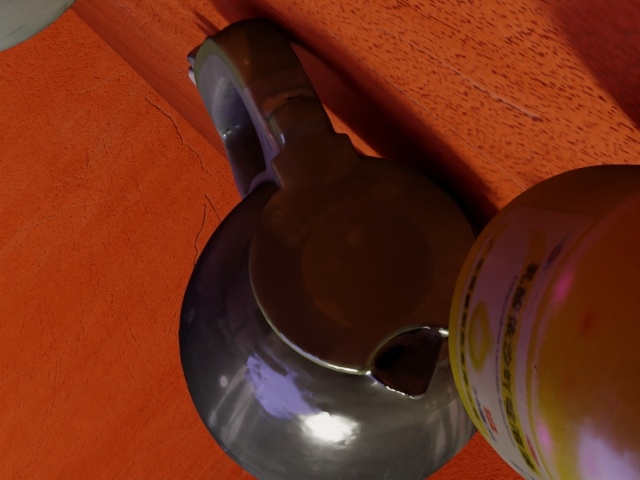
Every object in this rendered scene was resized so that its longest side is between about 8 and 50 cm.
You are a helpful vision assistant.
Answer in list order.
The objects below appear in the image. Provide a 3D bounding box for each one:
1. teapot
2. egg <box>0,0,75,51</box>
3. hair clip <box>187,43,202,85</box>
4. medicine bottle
[{"bbox_3d":[0.023,0.005,0.938,0.239,0.322,0.239,3,160,-4],"label":"teapot"},{"bbox_3d":[-0.185,-0.182,0.552,0.183,0.183,0.264,40,171,31],"label":"egg"},{"bbox_3d":[-0.023,-0.078,1.193,0.257,0.075,0.146,48,176,9],"label":"hair clip"},{"bbox_3d":[0.118,0.039,0.395,0.122,0.122,0.212,42,177,-9],"label":"medicine bottle"}]
